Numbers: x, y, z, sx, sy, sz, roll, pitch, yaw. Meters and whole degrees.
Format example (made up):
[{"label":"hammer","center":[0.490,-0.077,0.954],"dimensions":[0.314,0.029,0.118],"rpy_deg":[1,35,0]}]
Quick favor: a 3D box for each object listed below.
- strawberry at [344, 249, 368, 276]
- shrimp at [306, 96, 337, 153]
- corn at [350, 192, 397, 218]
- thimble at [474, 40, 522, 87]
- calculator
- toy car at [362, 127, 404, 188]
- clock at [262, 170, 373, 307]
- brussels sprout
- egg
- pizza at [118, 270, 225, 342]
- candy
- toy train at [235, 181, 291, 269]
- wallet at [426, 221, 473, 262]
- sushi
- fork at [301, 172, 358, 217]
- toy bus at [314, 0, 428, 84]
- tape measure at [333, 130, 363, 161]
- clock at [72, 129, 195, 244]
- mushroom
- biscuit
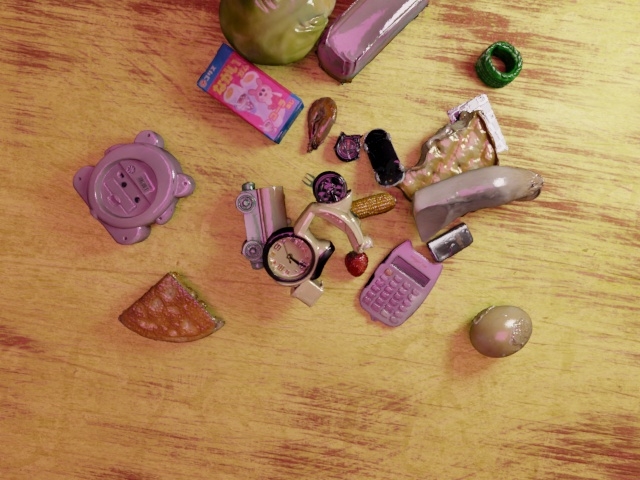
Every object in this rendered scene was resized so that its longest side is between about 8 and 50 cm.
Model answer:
[{"label":"strawberry","center":[0.118,0.078,1.368],"dimensions":[0.083,0.083,0.097],"rpy_deg":[-14,127,3]},{"label":"shrimp","center":[-0.006,-0.373,1.345],"dimensions":[0.101,0.042,0.191],"rpy_deg":[23,97,20]},{"label":"corn","center":[0.149,-0.108,1.350],"dimensions":[0.207,0.068,0.068],"rpy_deg":[-13,95,3]},{"label":"thimble","center":[0.551,-0.545,1.282],"dimensions":[0.130,0.090,0.118],"rpy_deg":[24,93,-2]},{"label":"calculator","center":[0.261,0.153,1.390],"dimensions":[0.194,0.043,0.294],"rpy_deg":[36,99,-3]},{"label":"toy car","center":[0.201,-0.264,1.320],"dimensions":[0.095,0.056,0.205],"rpy_deg":[-23,69,16]},{"label":"clock","center":[0.000,0.000,1.274],"dimensions":[0.276,0.120,0.379],"rpy_deg":[40,102,-14]},{"label":"brussels sprout","center":[-0.133,-0.671,1.191],"dimensions":[0.343,0.268,0.345],"rpy_deg":[-4,79,20]},{"label":"egg","center":[0.578,0.289,1.332],"dimensions":[0.201,0.164,0.165],"rpy_deg":[-27,94,2]},{"label":"pizza","center":[-0.505,0.269,1.402],"dimensions":[0.268,0.087,0.258],"rpy_deg":[-38,98,6]},{"label":"candy","center":[-0.217,-0.459,1.312],"dimensions":[0.305,0.100,0.157],"rpy_deg":[35,97,-3]},{"label":"toy train","center":[-0.182,-0.052,1.354],"dimensions":[0.176,0.116,0.286],"rpy_deg":[-8,95,-10]},{"label":"wallet","center":[0.426,0.008,1.356],"dimensions":[0.156,0.018,0.082],"rpy_deg":[-26,87,-12]},{"label":"sushi","center":[0.511,-0.356,1.332],"dimensions":[0.139,0.031,0.201],"rpy_deg":[-25,95,4]},{"label":"fork","center":[0.030,-0.145,1.335],"dimensions":[0.235,0.021,0.039],"rpy_deg":[39,99,18]},{"label":"toy bus","center":[0.151,-0.663,1.248],"dimensions":[0.386,0.162,0.171],"rpy_deg":[-44,94,6]},{"label":"tape measure","center":[0.088,-0.302,1.340],"dimensions":[0.091,0.054,0.095],"rpy_deg":[11,89,2]},{"label":"clock","center":[-0.596,-0.174,1.346],"dimensions":[0.322,0.113,0.296],"rpy_deg":[-36,93,3]},{"label":"mushroom","center":[0.469,-0.136,1.247],"dimensions":[0.396,0.126,0.177],"rpy_deg":[-20,134,10]},{"label":"biscuit","center":[0.394,-0.231,1.320],"dimensions":[0.334,0.078,0.330],"rpy_deg":[-6,104,5]}]
